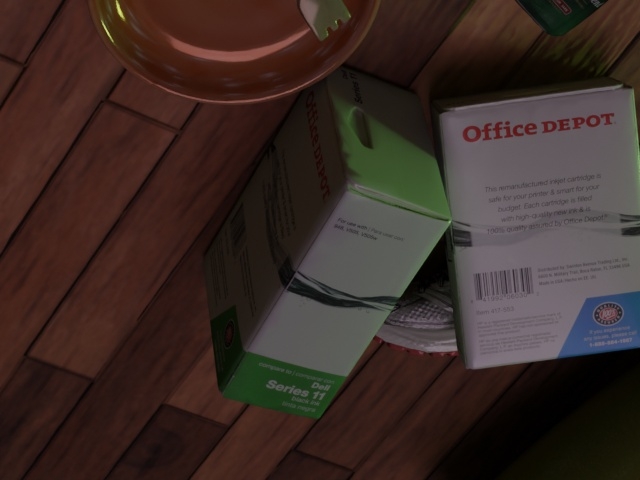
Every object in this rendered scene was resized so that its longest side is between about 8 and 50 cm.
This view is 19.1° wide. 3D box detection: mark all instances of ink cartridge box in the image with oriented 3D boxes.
[{"bbox_3d":[0.000,0.000,1.364,0.087,0.153,0.208,17,127,-22],"label":"ink cartridge box"},{"bbox_3d":[0.159,-0.014,1.370,0.140,0.082,0.190,-7,100,-1],"label":"ink cartridge box"}]

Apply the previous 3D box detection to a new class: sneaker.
[{"bbox_3d":[0.130,0.028,1.466,0.225,0.088,0.092,-9,111,0],"label":"sneaker"}]

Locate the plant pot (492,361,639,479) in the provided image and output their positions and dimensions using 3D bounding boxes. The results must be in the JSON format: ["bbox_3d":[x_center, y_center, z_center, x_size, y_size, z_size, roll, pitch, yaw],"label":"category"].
[{"bbox_3d":[0.287,0.215,1.546,0.275,0.275,0.293,27,105,-28],"label":"plant pot"}]

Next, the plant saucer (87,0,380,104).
[{"bbox_3d":[-0.058,-0.180,1.278,0.200,0.037,0.200,-5,131,-5],"label":"plant saucer"}]

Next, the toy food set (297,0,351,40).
[{"bbox_3d":[0.041,-0.232,1.223,0.192,0.038,0.132,-37,114,-6],"label":"toy food set"}]

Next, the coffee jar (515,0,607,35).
[{"bbox_3d":[0.201,-0.221,1.251,0.184,0.079,0.096,-35,127,20],"label":"coffee jar"}]
